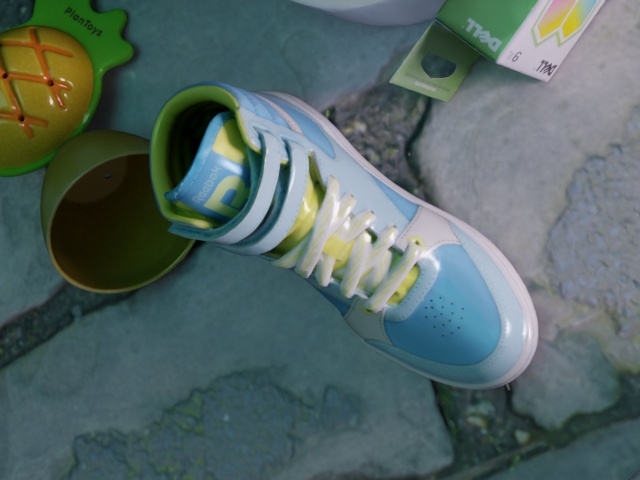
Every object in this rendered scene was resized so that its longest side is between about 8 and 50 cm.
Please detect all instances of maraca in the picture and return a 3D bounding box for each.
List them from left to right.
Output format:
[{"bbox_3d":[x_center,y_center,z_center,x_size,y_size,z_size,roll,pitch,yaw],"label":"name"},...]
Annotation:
[{"bbox_3d":[-0.241,-0.136,1.194,0.127,0.099,0.185,35,79,13],"label":"maraca"}]

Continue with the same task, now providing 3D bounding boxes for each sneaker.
[{"bbox_3d":[0.000,0.000,1.005,0.319,0.208,0.127,38,104,22],"label":"sneaker"}]

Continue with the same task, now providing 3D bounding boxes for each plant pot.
[{"bbox_3d":[-0.174,-0.038,1.150,0.134,0.134,0.095,-56,42,15],"label":"plant pot"}]

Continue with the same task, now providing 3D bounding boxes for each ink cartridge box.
[{"bbox_3d":[0.149,-0.173,0.989,0.062,0.109,0.209,41,106,22],"label":"ink cartridge box"}]

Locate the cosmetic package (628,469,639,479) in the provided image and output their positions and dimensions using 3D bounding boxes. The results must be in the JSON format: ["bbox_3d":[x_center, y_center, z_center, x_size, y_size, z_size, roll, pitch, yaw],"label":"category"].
[{"bbox_3d":[0.273,0.169,0.856,0.224,0.224,0.138,-46,71,18],"label":"cosmetic package"}]

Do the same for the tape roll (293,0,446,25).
[{"bbox_3d":[0.044,-0.308,1.049,0.286,0.100,0.286,-1,89,27],"label":"tape roll"}]
